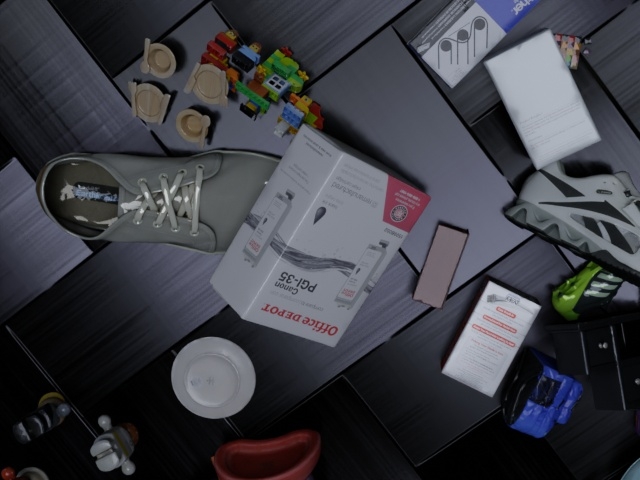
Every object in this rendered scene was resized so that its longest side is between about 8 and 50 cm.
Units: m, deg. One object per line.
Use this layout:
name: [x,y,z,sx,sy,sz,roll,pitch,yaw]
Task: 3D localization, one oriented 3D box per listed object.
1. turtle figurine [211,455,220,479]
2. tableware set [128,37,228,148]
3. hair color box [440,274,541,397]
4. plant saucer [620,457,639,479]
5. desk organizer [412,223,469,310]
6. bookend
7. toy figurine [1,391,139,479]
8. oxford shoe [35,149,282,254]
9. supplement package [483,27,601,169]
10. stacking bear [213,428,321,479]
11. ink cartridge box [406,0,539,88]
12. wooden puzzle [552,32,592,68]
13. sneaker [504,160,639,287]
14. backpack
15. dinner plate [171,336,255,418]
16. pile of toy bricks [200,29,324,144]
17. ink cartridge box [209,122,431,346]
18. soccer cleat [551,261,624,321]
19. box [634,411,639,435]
turtle figurine: [-0.239,0.486,1.539,0.087,0.217,0.269,-10,76,46]
tableware set: [-0.220,-0.224,1.469,0.169,0.020,0.141,26,123,9]
hair color box: [0.268,0.150,1.515,0.093,0.053,0.167,26,102,0]
plant saucer: [0.557,0.397,1.532,0.195,0.037,0.195,-2,110,-5]
desk organizer: [0.188,0.039,1.505,0.050,0.047,0.130,19,101,3]
bookend: [0.429,0.192,1.445,0.157,0.072,0.156,-5,86,-31]
toy figurine: [-0.406,0.370,1.561,0.213,0.148,0.209,15,95,4]
oxford shoe: [-0.227,-0.060,1.477,0.449,0.130,0.169,4,96,1]
supplement package: [0.326,-0.211,1.417,0.105,0.105,0.179,-25,98,15]
stacking bear: [-0.062,0.478,1.548,0.175,0.164,0.289,-10,104,3]
ink cartridge box: [0.236,-0.336,1.436,0.097,0.046,0.207,44,100,-5]
wooden puzzle: [0.369,-0.287,1.455,0.083,0.006,0.049,8,100,3]
sneaker: [0.443,-0.023,1.397,0.330,0.122,0.146,31,90,25]
backpack: [0.345,0.249,1.504,0.101,0.098,0.120,26,100,-4]
dinner plate: [-0.178,0.229,1.580,0.141,0.017,0.141,1,100,5]
pile of toy bricks: [-0.074,-0.250,1.457,0.212,0.118,0.105,37,62,8]
ink cartridge box: [0.000,0.000,1.428,0.207,0.117,0.283,22,104,-42]
soccer cleat: [0.443,0.060,1.490,0.179,0.060,0.072,-38,111,11]
box: [0.604,0.167,1.491,0.201,0.057,0.293,1,100,5]
